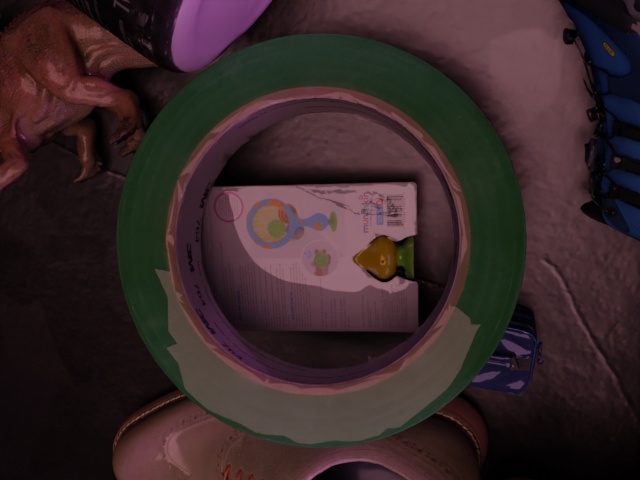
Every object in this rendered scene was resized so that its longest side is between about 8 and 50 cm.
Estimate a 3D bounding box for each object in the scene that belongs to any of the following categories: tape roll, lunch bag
[{"bbox_3d":[0.000,0.000,0.598,0.321,0.077,0.321,0,90,7],"label":"tape roll"},{"bbox_3d":[0.149,0.095,0.652,0.098,0.065,0.067,7,111,13],"label":"lunch bag"}]

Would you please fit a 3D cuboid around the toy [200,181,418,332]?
[{"bbox_3d":[-0.028,0.013,0.677,0.237,0.056,0.137,0,102,11],"label":"toy"}]

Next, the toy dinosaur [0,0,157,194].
[{"bbox_3d":[-0.255,-0.152,0.652,0.295,0.127,0.200,-25,94,16],"label":"toy dinosaur"}]

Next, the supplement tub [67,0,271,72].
[{"bbox_3d":[-0.179,-0.296,0.529,0.338,0.207,0.207,37,114,1],"label":"supplement tub"}]

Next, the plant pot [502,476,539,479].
[{"bbox_3d":[0.199,0.347,0.626,0.291,0.291,0.203,27,98,5],"label":"plant pot"}]

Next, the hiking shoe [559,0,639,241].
[{"bbox_3d":[0.243,-0.069,0.542,0.132,0.113,0.304,-33,96,24],"label":"hiking shoe"}]

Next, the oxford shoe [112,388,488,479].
[{"bbox_3d":[-0.045,0.217,0.703,0.397,0.146,0.140,-9,107,18],"label":"oxford shoe"}]
